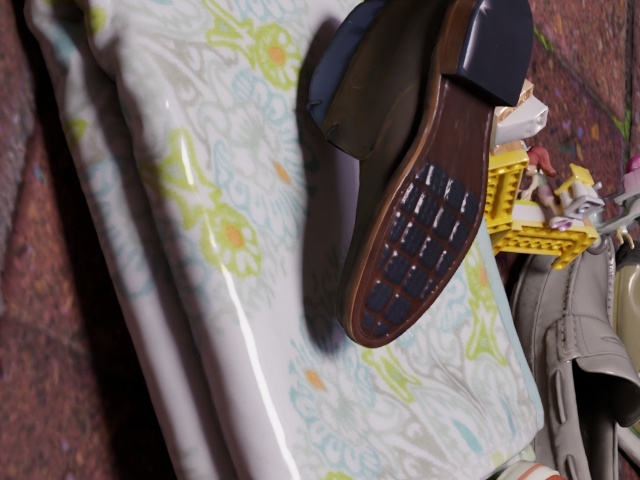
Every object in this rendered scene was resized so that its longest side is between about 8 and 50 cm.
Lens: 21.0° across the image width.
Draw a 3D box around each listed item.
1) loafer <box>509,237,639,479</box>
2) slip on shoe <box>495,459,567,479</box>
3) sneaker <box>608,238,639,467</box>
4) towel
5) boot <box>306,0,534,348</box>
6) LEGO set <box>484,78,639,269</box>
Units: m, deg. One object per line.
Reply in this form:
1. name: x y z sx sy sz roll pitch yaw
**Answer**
1. loafer: 0.202 0.116 1.325 0.112 0.111 0.319 46 45 -41
2. slip on shoe: 0.076 0.282 0.998 0.331 0.101 0.123 -53 154 -20
3. sneaker: 0.371 0.160 1.512 0.410 0.182 0.158 61 36 -26
4. towel: 0.000 0.000 1.029 0.320 0.090 0.374 -12 82 -59
5. boot: 0.038 -0.047 0.982 0.082 0.106 0.219 35 74 -45
6. LEGO set: 0.140 -0.065 1.262 0.287 0.132 0.107 28 37 -53
